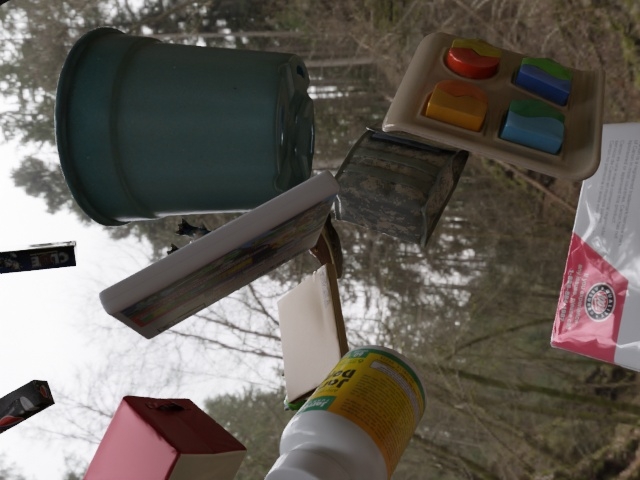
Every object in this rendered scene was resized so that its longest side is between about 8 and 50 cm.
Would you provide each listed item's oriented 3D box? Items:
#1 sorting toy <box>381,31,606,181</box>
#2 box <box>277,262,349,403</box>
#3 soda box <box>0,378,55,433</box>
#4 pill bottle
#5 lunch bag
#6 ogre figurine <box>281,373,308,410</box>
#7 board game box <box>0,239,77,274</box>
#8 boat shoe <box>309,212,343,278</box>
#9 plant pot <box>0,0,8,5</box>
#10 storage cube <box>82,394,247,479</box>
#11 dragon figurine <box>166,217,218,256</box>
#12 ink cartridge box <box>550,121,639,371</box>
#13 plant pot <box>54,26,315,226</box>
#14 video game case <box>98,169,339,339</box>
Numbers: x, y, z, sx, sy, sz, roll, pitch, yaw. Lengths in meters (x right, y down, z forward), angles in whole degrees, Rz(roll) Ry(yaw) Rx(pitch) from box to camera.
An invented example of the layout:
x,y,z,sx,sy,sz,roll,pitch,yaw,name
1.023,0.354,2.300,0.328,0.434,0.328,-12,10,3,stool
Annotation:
x,y,z,sx,sy,sz,roll,pitch,yaw,name
0.187,-0.154,0.632,0.038,0.209,0.193,92,-163,-48,sorting toy
-0.017,0.164,1.059,0.021,0.164,0.201,15,-128,-35,box
-0.657,0.361,1.285,0.060,0.169,0.053,60,180,21,soda box
0.029,0.209,0.642,0.208,0.118,0.117,-38,-50,-55,pill bottle
0.191,-0.160,1.398,0.287,0.236,0.168,-59,-25,-29,lunch bag
-0.024,0.333,1.441,0.118,0.096,0.197,0,-53,-33,ogre figurine
-0.595,0.035,1.154,0.165,0.244,0.042,-169,74,-69,board game box
0.000,0.000,1.198,0.064,0.060,0.177,-69,-36,-55,boat shoe
-0.380,-0.330,0.560,0.187,0.167,0.188,-54,-25,-35,plant pot
-0.294,0.430,1.152,0.184,0.193,0.214,24,-89,-53,storage cube
-0.157,0.030,1.005,0.289,0.144,0.085,54,-123,-75,dragon figurine
0.468,0.028,0.613,0.161,0.385,0.279,13,-90,-35,ink cartridge box
-0.196,-0.185,1.023,0.341,0.335,0.340,3,-90,-78,plant pot
-0.083,0.021,0.544,0.023,0.201,0.183,59,166,9,video game case
